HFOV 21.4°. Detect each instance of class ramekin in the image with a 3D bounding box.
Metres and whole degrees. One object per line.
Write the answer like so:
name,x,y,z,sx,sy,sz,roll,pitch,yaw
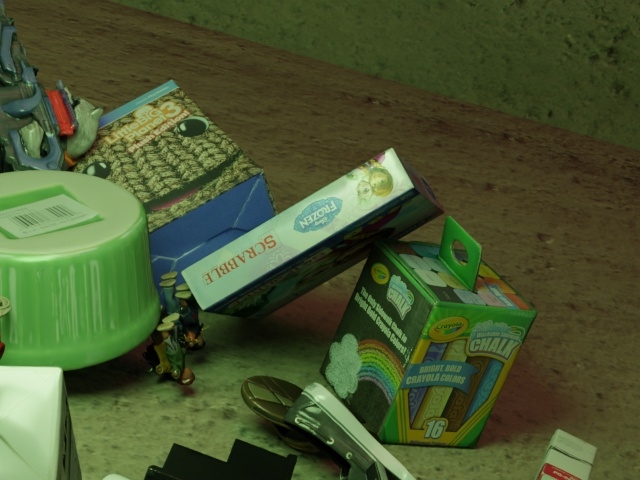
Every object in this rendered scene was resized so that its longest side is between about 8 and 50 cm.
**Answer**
ramekin,-0.350,0.027,2.104,0.303,0.148,0.303,2,25,-1

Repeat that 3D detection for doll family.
doll family,-0.187,0.123,2.213,0.076,0.111,0.193,-7,27,19

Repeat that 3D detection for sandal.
sandal,-0.016,0.237,2.174,0.219,0.060,0.090,23,23,-39

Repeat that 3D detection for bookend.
bookend,-0.119,0.281,1.933,0.157,0.072,0.156,21,20,-1

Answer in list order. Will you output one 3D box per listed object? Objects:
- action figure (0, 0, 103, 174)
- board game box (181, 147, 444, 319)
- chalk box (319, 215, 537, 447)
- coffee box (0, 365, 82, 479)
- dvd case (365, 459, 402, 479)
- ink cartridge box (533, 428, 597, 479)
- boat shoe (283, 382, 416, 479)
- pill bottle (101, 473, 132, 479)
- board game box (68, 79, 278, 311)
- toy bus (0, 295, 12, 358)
action figure,-0.470,-0.165,2.369,0.330,0.178,0.341,-7,57,-12
board game box,0.000,0.000,2.298,0.066,0.318,0.318,61,8,9
chalk box,0.156,0.112,2.306,0.179,0.289,0.180,8,26,-34
coffee box,-0.310,0.219,1.542,0.168,0.297,0.119,1,65,-3
dvd case,0.132,0.345,1.934,0.179,0.029,0.239,40,6,-8
ink cartridge box,0.301,0.325,2.181,0.063,0.109,0.150,24,21,9
boat shoe,0.044,0.278,2.078,0.228,0.076,0.080,48,-15,-3
pill bottle,-0.058,0.380,1.543,0.392,0.224,0.224,25,21,8
board game box,-0.228,-0.064,2.421,0.232,0.141,0.291,-30,42,-15
toy bus,-0.427,0.157,1.880,0.202,0.104,0.191,0,36,-31
